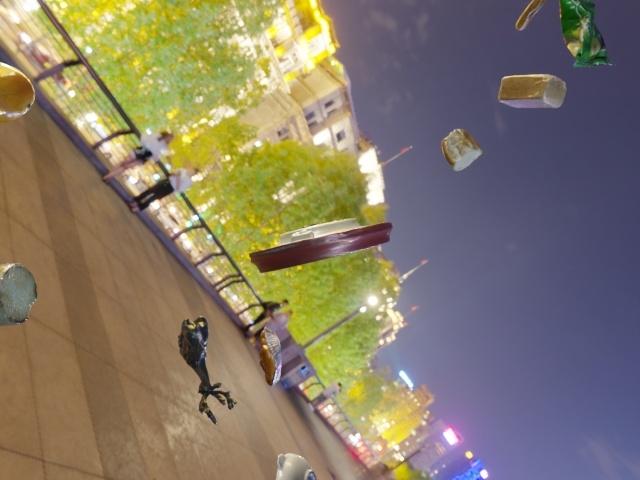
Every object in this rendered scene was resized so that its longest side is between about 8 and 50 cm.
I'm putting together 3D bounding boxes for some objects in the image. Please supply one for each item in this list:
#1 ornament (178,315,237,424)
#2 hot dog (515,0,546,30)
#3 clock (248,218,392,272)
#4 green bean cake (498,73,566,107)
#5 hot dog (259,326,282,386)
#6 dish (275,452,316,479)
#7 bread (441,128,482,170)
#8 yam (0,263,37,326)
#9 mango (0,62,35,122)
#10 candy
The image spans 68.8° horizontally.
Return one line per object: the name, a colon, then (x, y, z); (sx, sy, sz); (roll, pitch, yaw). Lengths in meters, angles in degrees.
ornament: (-0.285, 0.330, 1.177); (0.236, 0.080, 0.202); (58, -36, 30)
hot dog: (0.558, -0.606, 1.214); (0.137, 0.044, 0.028); (-50, -126, 52)
clock: (0.000, 0.000, 1.022); (0.318, 0.319, 0.080); (165, -89, -82)
green bean cake: (0.673, -0.475, 1.493); (0.179, 0.109, 0.085); (25, -75, 58)
hot dog: (-0.140, 0.323, 1.285); (0.108, 0.059, 0.191); (-112, -161, -45)
dish: (-0.067, 0.824, 1.545); (0.227, 0.086, 0.236); (-80, 149, -47)
bread: (0.331, -0.215, 1.110); (0.083, 0.077, 0.070); (5, 51, -54)
yam: (-0.598, 0.099, 0.785); (0.107, 0.194, 0.107); (174, -90, -90)
mango: (-0.565, -0.244, 0.772); (0.115, 0.165, 0.089); (47, -50, 10)
candy: (0.653, -0.523, 1.170); (0.078, 0.141, 0.203); (-18, -102, 46)
